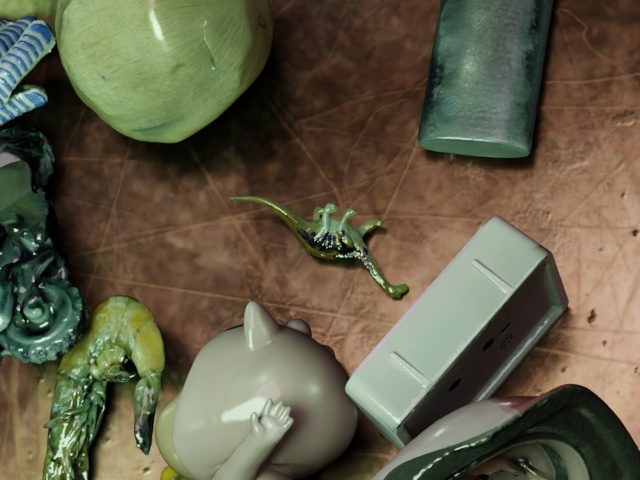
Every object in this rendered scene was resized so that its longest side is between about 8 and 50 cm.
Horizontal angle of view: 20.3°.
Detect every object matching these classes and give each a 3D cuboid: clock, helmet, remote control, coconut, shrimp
[{"bbox_3d":[0.117,0.087,1.505,0.063,0.150,0.197,39,83,24],"label":"clock"},{"bbox_3d":[0.123,0.224,1.451,0.253,0.198,0.154,-49,29,-17],"label":"helmet"},{"bbox_3d":[0.171,-0.260,1.676,0.107,0.044,0.377,7,73,12],"label":"remote control"},{"bbox_3d":[-0.137,-0.206,1.650,0.224,0.224,0.224,-4,70,12],"label":"coconut"},{"bbox_3d":[-0.193,0.153,1.583,0.150,0.051,0.217,3,76,48],"label":"shrimp"}]

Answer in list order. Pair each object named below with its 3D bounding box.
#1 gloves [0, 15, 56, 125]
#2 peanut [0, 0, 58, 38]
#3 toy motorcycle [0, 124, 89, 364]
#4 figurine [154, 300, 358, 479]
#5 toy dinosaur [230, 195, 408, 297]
[{"bbox_3d":[-0.348,-0.136,1.687,0.229,0.119,0.097,-37,25,2],"label":"gloves"},{"bbox_3d":[-0.349,-0.284,1.731,0.257,0.123,0.123,31,77,-20],"label":"peanut"},{"bbox_3d":[-0.306,0.009,1.653,0.159,0.106,0.270,-18,53,2],"label":"toy motorcycle"},{"bbox_3d":[-0.070,0.199,1.500,0.186,0.176,0.287,-1,76,25],"label":"figurine"},{"bbox_3d":[0.009,-0.012,1.629,0.180,0.037,0.058,28,74,20],"label":"toy dinosaur"}]
